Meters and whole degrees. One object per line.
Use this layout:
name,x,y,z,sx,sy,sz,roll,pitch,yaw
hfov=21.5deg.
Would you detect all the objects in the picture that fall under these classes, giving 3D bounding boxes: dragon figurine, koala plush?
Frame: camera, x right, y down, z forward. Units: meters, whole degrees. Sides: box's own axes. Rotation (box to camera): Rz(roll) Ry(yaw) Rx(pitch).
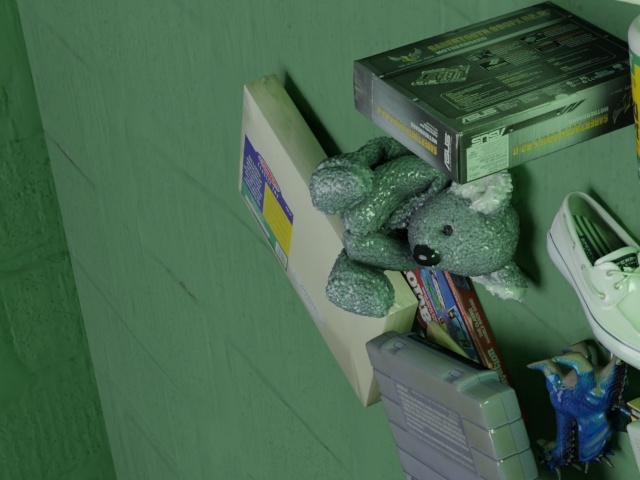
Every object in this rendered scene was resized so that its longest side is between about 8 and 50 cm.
dragon figurine,0.300,0.178,1.786,0.144,0.085,0.289,66,159,4
koala plush,0.136,-0.022,1.910,0.221,0.203,0.196,12,123,40

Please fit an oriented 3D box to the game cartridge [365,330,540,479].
game cartridge,0.167,0.240,2.017,0.355,0.068,0.230,-158,53,-68

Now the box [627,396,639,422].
box,0.382,0.257,1.666,0.058,0.087,0.232,-149,38,-78

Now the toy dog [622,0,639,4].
toy dog,0.311,-0.349,0.997,0.395,0.285,0.408,36,140,53

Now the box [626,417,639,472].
box,0.393,0.215,1.473,0.119,0.181,0.182,7,117,66

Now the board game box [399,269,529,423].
board game box,0.166,0.107,2.113,0.281,0.027,0.145,67,160,1

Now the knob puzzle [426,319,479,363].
knob puzzle,0.193,0.213,2.074,0.213,0.030,0.213,49,151,39

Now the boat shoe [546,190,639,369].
boat shoe,0.293,0.040,1.670,0.226,0.083,0.075,51,152,40

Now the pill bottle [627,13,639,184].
pill bottle,0.325,-0.092,1.423,0.117,0.118,0.208,36,143,53

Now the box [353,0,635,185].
box,0.173,-0.143,1.575,0.183,0.231,0.056,40,142,49

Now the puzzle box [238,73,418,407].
puzzle box,0.000,0.000,2.326,0.409,0.052,0.272,59,161,25
